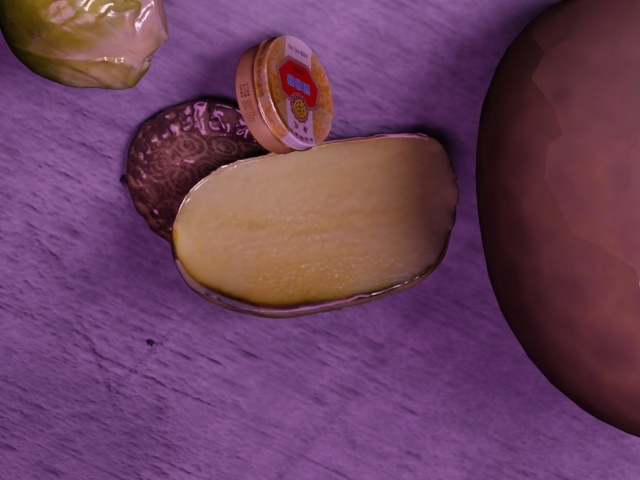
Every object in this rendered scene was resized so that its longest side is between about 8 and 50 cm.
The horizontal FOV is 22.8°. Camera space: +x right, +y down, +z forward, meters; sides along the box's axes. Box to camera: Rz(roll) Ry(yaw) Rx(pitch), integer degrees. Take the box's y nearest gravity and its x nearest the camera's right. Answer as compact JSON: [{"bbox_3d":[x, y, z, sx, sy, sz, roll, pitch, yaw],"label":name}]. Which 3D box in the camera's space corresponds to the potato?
[{"bbox_3d":[0.000,0.000,1.489,0.272,0.160,0.111,-12,161,3],"label":"potato"}]

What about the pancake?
[{"bbox_3d":[-0.099,-0.056,1.551,0.199,0.021,0.199,7,131,8],"label":"pancake"}]

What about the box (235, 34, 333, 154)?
[{"bbox_3d":[-0.032,-0.129,1.415,0.037,0.105,0.105,-14,125,34],"label":"box"}]

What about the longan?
[{"bbox_3d":[0.297,-0.015,1.274,0.336,0.404,0.404,-37,119,-5],"label":"longan"}]

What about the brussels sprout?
[{"bbox_3d":[-0.212,-0.204,1.392,0.155,0.117,0.155,-4,145,-3],"label":"brussels sprout"}]
